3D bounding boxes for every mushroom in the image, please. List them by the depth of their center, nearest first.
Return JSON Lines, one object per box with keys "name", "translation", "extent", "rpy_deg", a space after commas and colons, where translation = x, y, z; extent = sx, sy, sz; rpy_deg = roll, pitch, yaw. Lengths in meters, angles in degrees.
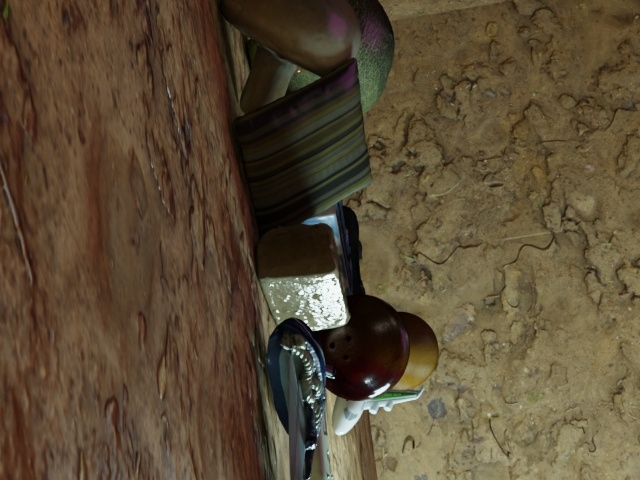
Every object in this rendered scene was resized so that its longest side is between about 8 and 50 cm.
{"name": "mushroom", "translation": [-0.054, -0.275, 1.499], "extent": [0.207, 0.207, 0.215], "rpy_deg": [-84, -161, -74]}

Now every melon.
{"name": "melon", "translation": [0.014, -0.341, 1.959], "extent": [0.329, 0.249, 0.248], "rpy_deg": [90, -7, -69]}

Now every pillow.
{"name": "pillow", "translation": [-0.019, -0.119, 1.472], "extent": [0.052, 0.208, 0.212], "rpy_deg": [32, -36, 42]}

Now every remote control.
{"name": "remote control", "translation": [-0.010, 0.276, 1.621], "extent": [0.078, 0.042, 0.221], "rpy_deg": [59, 23, -74]}

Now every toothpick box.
{"name": "toothpick box", "translation": [0.105, 0.202, 1.983], "extent": [0.294, 0.192, 0.192], "rpy_deg": [17, 62, -63]}

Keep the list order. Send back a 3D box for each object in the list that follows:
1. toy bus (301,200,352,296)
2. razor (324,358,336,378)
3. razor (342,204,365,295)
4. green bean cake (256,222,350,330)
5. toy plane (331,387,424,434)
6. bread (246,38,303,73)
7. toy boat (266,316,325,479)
{"name": "toy bus", "translation": [0.000, 0.000, 1.974], "extent": [0.297, 0.106, 0.131], "rpy_deg": [78, 9, -50]}
{"name": "razor", "translation": [-0.028, 0.116, 1.777], "extent": [0.082, 0.042, 0.253], "rpy_deg": [24, 42, -33]}
{"name": "razor", "translation": [0.047, 0.091, 2.359], "extent": [0.189, 0.107, 0.326], "rpy_deg": [73, 10, -57]}
{"name": "green bean cake", "translation": [-0.023, 0.054, 1.491], "extent": [0.179, 0.109, 0.085], "rpy_deg": [74, 9, -57]}
{"name": "toy plane", "translation": [0.078, 0.287, 2.160], "extent": [0.101, 0.251, 0.255], "rpy_deg": [-43, -163, 57]}
{"name": "bread", "translation": [-0.058, -0.307, 1.723], "extent": [0.156, 0.125, 0.086], "rpy_deg": [-85, 157, -79]}
{"name": "toy boat", "translation": [-0.032, 0.240, 1.319], "extent": [0.210, 0.070, 0.291], "rpy_deg": [70, 18, -61]}
